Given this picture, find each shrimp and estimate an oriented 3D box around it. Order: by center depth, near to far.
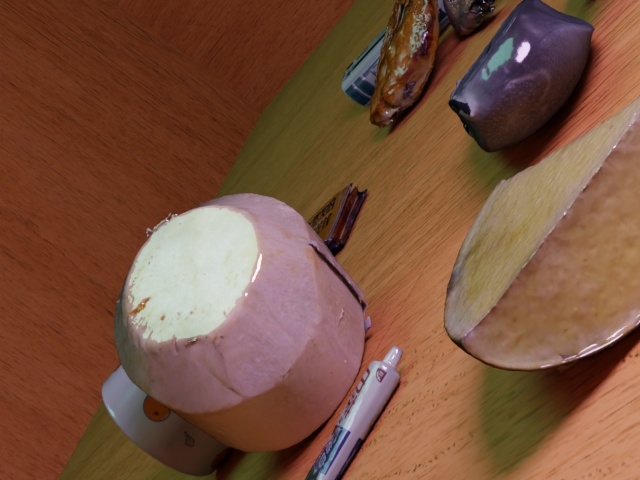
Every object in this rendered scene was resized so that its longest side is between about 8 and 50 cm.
[{"bbox_3d":[0.258,-0.445,2.108,0.046,0.152,0.219,-16,6,-10],"label":"shrimp"}]

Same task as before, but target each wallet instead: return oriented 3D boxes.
[{"bbox_3d":[-0.002,-0.002,2.080,0.195,0.042,0.161,-43,16,45],"label":"wallet"}]

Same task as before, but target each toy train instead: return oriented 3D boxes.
[{"bbox_3d":[0.187,-0.431,2.459,0.407,0.086,0.088,-44,14,42],"label":"toy train"}]

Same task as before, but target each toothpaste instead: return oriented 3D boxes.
[{"bbox_3d":[0.029,0.219,1.317,0.233,0.038,0.060,-59,10,-9],"label":"toothpaste"}]

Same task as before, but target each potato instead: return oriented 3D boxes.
[{"bbox_3d":[0.217,-0.008,1.034,0.269,0.112,0.255,-50,8,3],"label":"potato"}]

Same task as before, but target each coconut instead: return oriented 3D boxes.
[{"bbox_3d":[-0.095,0.109,1.495,0.323,0.323,0.323,-51,12,15],"label":"coconut"}]

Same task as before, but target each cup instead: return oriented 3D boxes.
[{"bbox_3d":[-0.143,0.162,1.755,0.317,0.212,0.212,-50,12,11],"label":"cup"}]

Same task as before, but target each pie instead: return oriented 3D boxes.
[{"bbox_3d":[0.165,-0.365,2.244,0.308,0.085,0.308,-165,90,-85],"label":"pie"}]

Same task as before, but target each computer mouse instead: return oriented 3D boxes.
[{"bbox_3d":[0.247,-0.201,1.469,0.203,0.114,0.374,-54,2,15],"label":"computer mouse"}]
